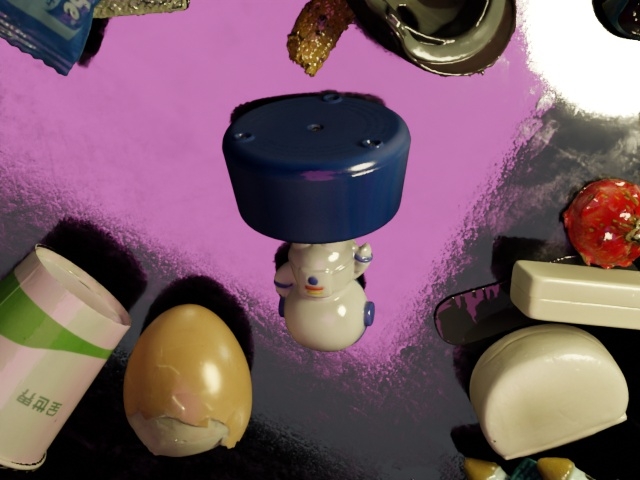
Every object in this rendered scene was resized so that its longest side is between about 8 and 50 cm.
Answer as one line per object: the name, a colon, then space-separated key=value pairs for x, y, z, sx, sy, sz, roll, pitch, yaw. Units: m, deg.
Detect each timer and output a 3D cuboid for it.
timer: x=0.000 y=0.000 z=1.508 sx=0.270 sy=0.270 sz=0.383 roll=-4 pitch=120 yaw=-2

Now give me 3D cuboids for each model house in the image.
model house: x=0.373 y=0.422 z=1.631 sx=0.291 sy=0.253 sz=0.184 roll=32 pitch=87 yaw=5

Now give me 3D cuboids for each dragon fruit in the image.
dragon fruit: x=0.468 y=-0.023 z=1.572 sx=0.153 sy=0.111 sz=0.153 roll=0 pitch=98 yaw=-2

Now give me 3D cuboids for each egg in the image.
egg: x=-0.206 y=0.221 z=1.553 sx=0.201 sy=0.201 sz=0.244 roll=0 pitch=91 yaw=-3

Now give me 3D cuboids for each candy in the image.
candy: x=-0.351 y=-0.414 z=1.403 sx=0.187 sy=0.077 sz=0.331 roll=30 pitch=99 yaw=-16

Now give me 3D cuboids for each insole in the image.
insole: x=0.359 y=0.098 z=1.649 sx=0.348 sy=0.009 sz=0.119 roll=-16 pitch=103 yaw=1

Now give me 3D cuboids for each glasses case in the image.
glasses case: x=0.466 y=0.090 z=1.580 sx=0.313 sy=0.131 sz=0.070 roll=6 pitch=101 yaw=-5

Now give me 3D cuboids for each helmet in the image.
helmet: x=0.131 y=-0.374 z=1.428 sx=0.225 sy=0.177 sz=0.305 roll=-35 pitch=111 yaw=-19

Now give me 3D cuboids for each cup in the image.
cup: x=-0.443 y=0.169 z=1.512 sx=0.253 sy=0.253 sz=0.274 roll=40 pitch=93 yaw=-11

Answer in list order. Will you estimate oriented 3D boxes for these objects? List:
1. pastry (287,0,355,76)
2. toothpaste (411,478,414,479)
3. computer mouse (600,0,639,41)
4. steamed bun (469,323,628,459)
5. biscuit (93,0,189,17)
pastry: x=0.001 y=-0.322 z=1.502 sx=0.080 sy=0.056 sz=0.140 roll=37 pitch=93 yaw=-19
toothpaste: x=0.177 y=0.449 z=1.725 sx=0.024 sy=0.015 sz=0.083 roll=-40 pitch=97 yaw=8
computer mouse: x=0.502 y=-0.412 z=1.484 sx=0.137 sy=0.096 sz=0.233 roll=5 pitch=105 yaw=-4
steamed bun: x=0.361 y=0.230 z=1.610 sx=0.241 sy=0.146 sz=0.164 roll=-20 pitch=107 yaw=3
biscuit: x=-0.324 y=-0.402 z=1.467 sx=0.250 sy=0.046 sz=0.147 roll=-4 pitch=105 yaw=-2
